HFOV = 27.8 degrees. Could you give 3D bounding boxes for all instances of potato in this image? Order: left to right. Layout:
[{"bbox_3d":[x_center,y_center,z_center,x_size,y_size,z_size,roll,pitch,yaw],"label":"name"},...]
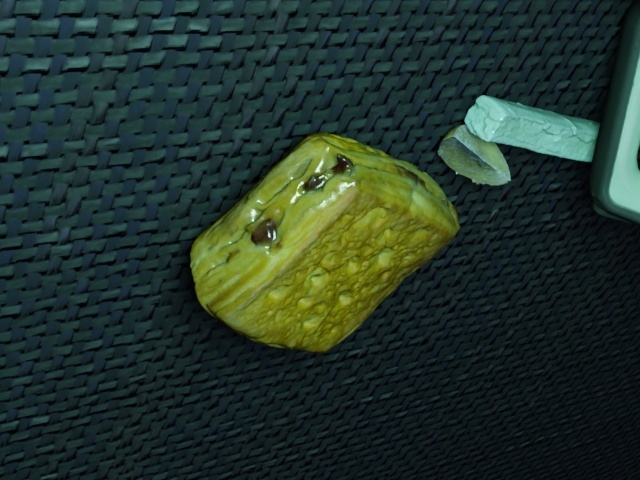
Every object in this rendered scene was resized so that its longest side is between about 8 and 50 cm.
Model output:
[{"bbox_3d":[0.144,-0.087,1.254,0.037,0.036,0.093,-18,142,41],"label":"potato"}]

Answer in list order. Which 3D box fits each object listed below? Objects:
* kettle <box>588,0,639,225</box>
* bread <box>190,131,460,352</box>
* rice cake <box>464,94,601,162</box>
[{"bbox_3d":[0.463,-0.153,1.254,0.361,0.250,0.376,17,111,-11],"label":"kettle"},{"bbox_3d":[0.000,0.000,1.166,0.210,0.099,0.235,-44,152,13],"label":"bread"},{"bbox_3d":[0.234,-0.107,1.296,0.245,0.045,0.042,5,119,-45],"label":"rice cake"}]
